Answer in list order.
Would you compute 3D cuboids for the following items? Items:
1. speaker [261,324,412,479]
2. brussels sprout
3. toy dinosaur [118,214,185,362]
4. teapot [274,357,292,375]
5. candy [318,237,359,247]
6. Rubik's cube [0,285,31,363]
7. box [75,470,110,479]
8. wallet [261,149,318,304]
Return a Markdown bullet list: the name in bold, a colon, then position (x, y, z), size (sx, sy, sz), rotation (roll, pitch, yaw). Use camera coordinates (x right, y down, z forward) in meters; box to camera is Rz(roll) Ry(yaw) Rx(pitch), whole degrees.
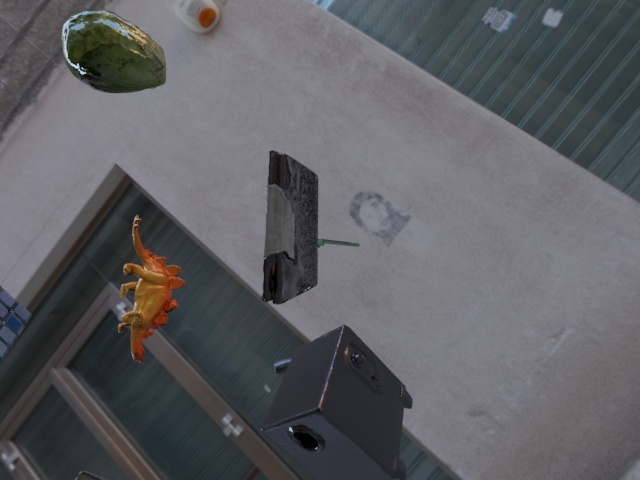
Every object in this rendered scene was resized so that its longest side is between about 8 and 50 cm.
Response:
- **speaker**: position (0.050, 0.364, 0.871), size (0.184, 0.254, 0.232), rotation (-33, 17, 32)
- **brussels sprout**: position (-0.574, -0.520, 1.147), size (0.219, 0.271, 0.210), rotation (147, 126, -68)
- **toy dinosaur**: position (-0.331, 0.093, 0.809), size (0.117, 0.288, 0.070), rotation (8, -21, -31)
- **teapot**: position (-0.081, 0.363, 1.210), size (0.111, 0.043, 0.043), rotation (-25, -11, 13)
- **candy**: position (-0.001, -0.001, 1.028), size (0.288, 0.078, 0.084), rotation (4, -94, -42)
- **Rubik's cube**: position (-0.964, 0.228, 0.979), size (0.293, 0.292, 0.287), rotation (-32, 27, -3)
- **box**: position (-0.256, 0.417, 0.458), size (0.149, 0.155, 0.231), rotation (89, -159, -50)
- **wallet**: position (-0.044, -0.020, 0.685), size (0.262, 0.071, 0.221), rotation (-5, -80, -81)
